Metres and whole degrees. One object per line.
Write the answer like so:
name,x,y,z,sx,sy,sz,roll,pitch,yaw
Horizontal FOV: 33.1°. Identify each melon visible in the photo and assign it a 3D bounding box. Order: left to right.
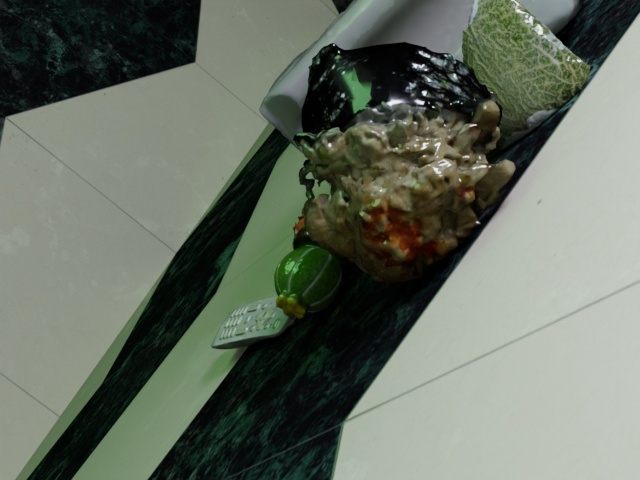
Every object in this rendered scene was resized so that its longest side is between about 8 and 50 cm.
melon,0.238,-0.197,1.201,0.139,0.202,0.093,12,35,39

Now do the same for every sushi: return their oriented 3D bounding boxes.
sushi,0.077,-0.080,1.161,0.238,0.225,0.219,109,173,-56

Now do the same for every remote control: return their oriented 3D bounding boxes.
remote control,-0.097,0.129,1.607,0.229,0.044,0.073,-18,36,55

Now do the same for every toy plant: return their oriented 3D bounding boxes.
toy plant,-0.004,0.030,1.426,0.162,0.093,0.093,-57,13,-28

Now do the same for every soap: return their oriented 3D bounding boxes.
soap,0.149,-0.287,1.478,0.435,0.213,0.350,-40,7,32

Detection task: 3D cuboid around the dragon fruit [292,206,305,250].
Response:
dragon fruit,0.001,0.000,1.539,0.086,0.081,0.116,-42,38,30
